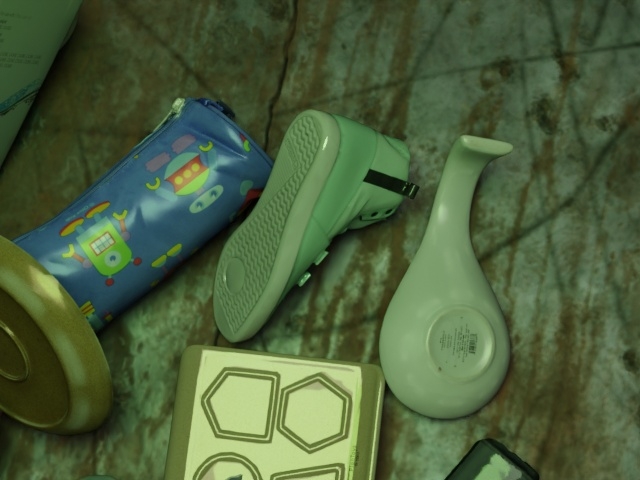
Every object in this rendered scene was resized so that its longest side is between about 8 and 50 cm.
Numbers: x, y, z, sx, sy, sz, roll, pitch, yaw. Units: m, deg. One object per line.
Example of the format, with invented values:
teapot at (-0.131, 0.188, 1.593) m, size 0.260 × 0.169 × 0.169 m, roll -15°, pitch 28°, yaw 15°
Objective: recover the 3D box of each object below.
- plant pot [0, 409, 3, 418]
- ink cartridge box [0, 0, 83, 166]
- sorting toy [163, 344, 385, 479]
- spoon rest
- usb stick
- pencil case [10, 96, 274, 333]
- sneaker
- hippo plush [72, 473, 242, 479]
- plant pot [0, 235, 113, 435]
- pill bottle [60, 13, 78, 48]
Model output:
plant pot at (-0.401, 0.199, 1.449) m, size 0.201 × 0.201 × 0.180 m, roll 33°, pitch 78°, yaw 9°
ink cartridge box at (-0.396, -0.175, 1.493) m, size 0.198 × 0.197 × 0.270 m, roll 31°, pitch 101°, yaw 11°
sorting toy at (-0.047, 0.207, 1.519) m, size 0.208 × 0.038 × 0.193 m, roll 5°, pitch 77°, yaw 8°
spoon rest at (0.134, 0.038, 1.529) m, size 0.137 × 0.084 × 0.276 m, roll 11°, pitch 86°, yaw -15°
usb stick at (0.099, 0.309, 1.481) m, size 0.077 × 0.045 × 0.278 m, roll 41°, pitch 82°, yaw 10°
pencil case at (-0.185, -0.019, 1.530) m, size 0.306 × 0.119 × 0.133 m, roll -40°, pitch 103°, yaw -7°
sneaker at (0.000, 0.000, 1.533) m, size 0.094 × 0.151 × 0.256 m, roll 48°, pitch 118°, yaw 43°
hippo plush at (-0.193, 0.357, 1.427) m, size 0.294 × 0.234 × 0.236 m, roll -12°, pitch 100°, yaw -11°
plant pot at (-0.293, 0.094, 1.457) m, size 0.236 × 0.236 × 0.032 m, roll 41°, pitch 51°, yaw 10°
pill bottle at (-0.326, -0.253, 1.613) m, size 0.137 × 0.078 × 0.078 m, roll 40°, pitch 81°, yaw 11°
